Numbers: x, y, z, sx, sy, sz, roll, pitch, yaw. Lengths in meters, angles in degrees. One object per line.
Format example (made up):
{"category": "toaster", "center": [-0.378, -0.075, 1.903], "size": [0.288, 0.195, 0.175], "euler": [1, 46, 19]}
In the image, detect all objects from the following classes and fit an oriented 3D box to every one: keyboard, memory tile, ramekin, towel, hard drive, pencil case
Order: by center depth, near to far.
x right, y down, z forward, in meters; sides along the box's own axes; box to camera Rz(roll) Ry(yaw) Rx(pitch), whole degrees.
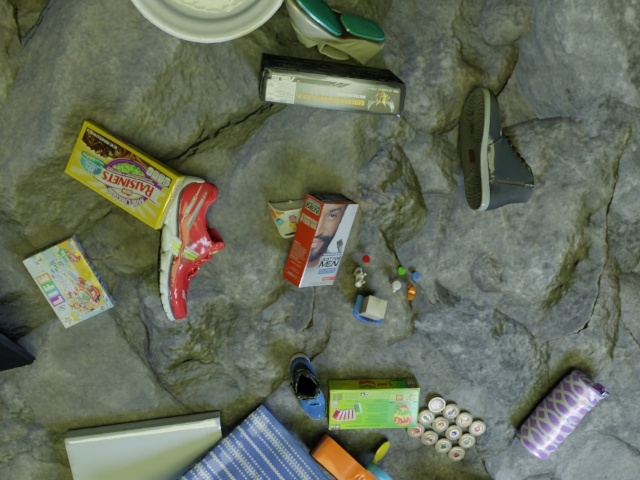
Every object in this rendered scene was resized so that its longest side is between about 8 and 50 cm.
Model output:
{"category": "ramekin", "center": [-0.179, -0.461, 1.305], "size": [0.277, 0.135, 0.277], "euler": [-2, 110, -4]}
{"category": "keyboard", "center": [-0.643, 0.192, 1.443], "size": [0.202, 0.317, 0.033], "euler": [-12, 69, -5]}
{"category": "towel", "center": [-0.161, 0.514, 1.598], "size": [0.336, 0.040, 0.243], "euler": [-41, 76, -11]}
{"category": "hard drive", "center": [-0.345, 0.461, 1.682], "size": [0.308, 0.040, 0.203], "euler": [-7, 111, -3]}
{"category": "pencil case", "center": [0.496, 0.358, 1.699], "size": [0.088, 0.086, 0.206], "euler": [27, 109, -42]}
{"category": "memory tile", "center": [0.264, 0.393, 1.726], "size": [0.148, 0.012, 0.113], "euler": [32, 104, -15]}

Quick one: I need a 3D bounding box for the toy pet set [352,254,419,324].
{"category": "toy pet set", "center": [0.113, 0.102, 1.592], "size": [0.122, 0.065, 0.114], "euler": [20, 72, -15]}

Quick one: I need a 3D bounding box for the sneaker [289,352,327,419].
{"category": "sneaker", "center": [-0.022, 0.305, 1.629], "size": [0.058, 0.084, 0.152], "euler": [-15, 111, 0]}

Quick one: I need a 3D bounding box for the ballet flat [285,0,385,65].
{"category": "ballet flat", "center": [0.011, -0.340, 1.347], "size": [0.248, 0.086, 0.086], "euler": [9, 115, -49]}

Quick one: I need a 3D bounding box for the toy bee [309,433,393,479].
{"category": "toy bee", "center": [0.091, 0.526, 1.696], "size": [0.195, 0.162, 0.298], "euler": [-26, 79, -11]}

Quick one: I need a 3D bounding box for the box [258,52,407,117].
{"category": "box", "center": [0.013, -0.260, 1.371], "size": [0.231, 0.183, 0.056], "euler": [6, 109, -8]}

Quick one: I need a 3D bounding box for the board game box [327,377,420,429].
{"category": "board game box", "center": [0.106, 0.331, 1.672], "size": [0.181, 0.043, 0.092], "euler": [-1, 111, -5]}

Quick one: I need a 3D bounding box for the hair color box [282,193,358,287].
{"category": "hair color box", "center": [0.000, 0.000, 1.513], "size": [0.093, 0.053, 0.167], "euler": [-2, 115, -45]}

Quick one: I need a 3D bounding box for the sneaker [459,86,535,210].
{"category": "sneaker", "center": [0.323, -0.169, 1.500], "size": [0.118, 0.083, 0.222], "euler": [-8, 105, -22]}

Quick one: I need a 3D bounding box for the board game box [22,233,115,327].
{"category": "board game box", "center": [-0.467, 0.077, 1.535], "size": [0.103, 0.026, 0.154], "euler": [-25, 111, 5]}

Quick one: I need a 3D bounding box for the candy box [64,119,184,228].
{"category": "candy box", "center": [-0.342, -0.115, 1.432], "size": [0.206, 0.027, 0.105], "euler": [31, 109, 12]}

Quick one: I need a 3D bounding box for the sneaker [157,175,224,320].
{"category": "sneaker", "center": [-0.234, 0.022, 1.498], "size": [0.118, 0.107, 0.279], "euler": [4, 110, -12]}

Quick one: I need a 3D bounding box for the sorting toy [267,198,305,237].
{"category": "sorting toy", "center": [-0.051, -0.037, 1.529], "size": [0.083, 0.045, 0.075], "euler": [-8, 130, -2]}
